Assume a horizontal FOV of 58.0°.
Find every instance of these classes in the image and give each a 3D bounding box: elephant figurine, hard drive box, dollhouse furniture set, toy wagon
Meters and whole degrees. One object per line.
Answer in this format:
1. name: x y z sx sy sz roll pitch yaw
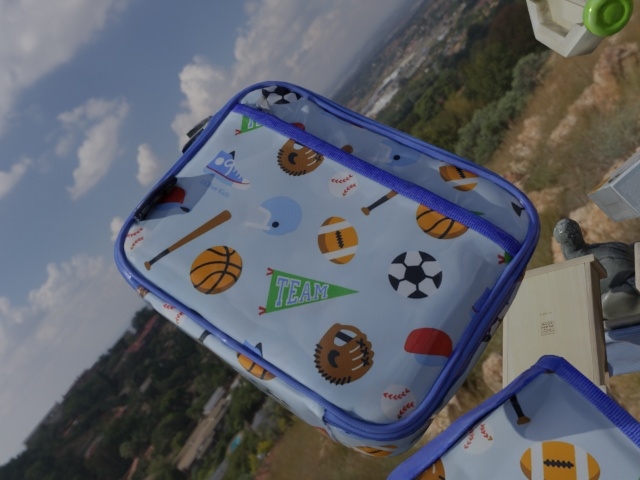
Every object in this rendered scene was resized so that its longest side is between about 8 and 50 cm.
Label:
1. elephant figurine: 0.479 0.069 0.934 0.186 0.169 0.239 -20 -40 -11
2. hard drive box: 0.698 -0.150 1.202 0.232 0.089 0.181 -42 -8 6
3. dollhouse furniture set: 0.425 0.180 0.796 0.286 0.303 0.198 -21 43 39
4. toy wagon: 0.335 -0.427 0.753 0.068 0.344 0.267 -8 33 -1

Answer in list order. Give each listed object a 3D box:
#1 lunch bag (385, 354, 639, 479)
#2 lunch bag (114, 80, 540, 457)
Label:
1. lunch bag: 0.188 0.335 0.455 0.328 0.385 0.239 -37 -2 -8
2. lunch bag: 0.000 0.000 0.465 0.243 0.303 0.115 -52 -23 -17
